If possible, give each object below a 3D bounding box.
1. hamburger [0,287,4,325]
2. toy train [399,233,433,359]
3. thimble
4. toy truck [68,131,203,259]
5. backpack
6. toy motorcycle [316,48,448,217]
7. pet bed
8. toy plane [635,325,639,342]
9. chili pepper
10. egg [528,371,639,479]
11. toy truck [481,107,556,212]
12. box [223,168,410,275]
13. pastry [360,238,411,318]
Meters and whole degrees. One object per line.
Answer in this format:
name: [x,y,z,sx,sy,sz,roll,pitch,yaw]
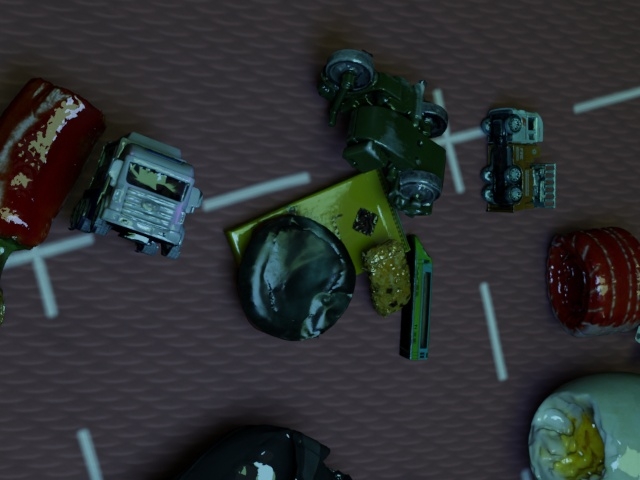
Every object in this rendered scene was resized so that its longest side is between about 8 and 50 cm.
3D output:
hamburger: [-0.482,0.095,1.245,0.076,0.044,0.083,13,86,-19]
toy train: [0.166,0.094,1.492,0.042,0.044,0.209,2,93,-21]
thimble: [0.486,0.073,1.550,0.125,0.163,0.189,-8,90,-18]
toy truck: [-0.249,-0.067,1.206,0.124,0.268,0.155,20,84,-22]
backpack: [-0.141,0.471,1.295,0.445,0.255,0.363,-47,114,-15]
toy motorcycle: [0.098,-0.164,1.383,0.275,0.127,0.205,27,60,-31]
pet bed: [-0.038,0.061,1.367,0.201,0.053,0.201,-1,93,-20]
toy plane: [0.667,0.193,1.681,0.234,0.082,0.160,38,69,-33]
chili pepper: [-0.421,-0.051,1.209,0.131,0.134,0.338,25,80,-6]
egg: [0.542,0.370,1.530,0.336,0.278,0.278,12,89,-25]
toy truck: [0.345,-0.139,1.530,0.115,0.080,0.177,-4,96,-26]
box: [-0.001,0.000,1.425,0.279,0.041,0.153,-25,101,-18]
pastry: [0.110,0.062,1.434,0.080,0.056,0.140,-27,137,-5]
